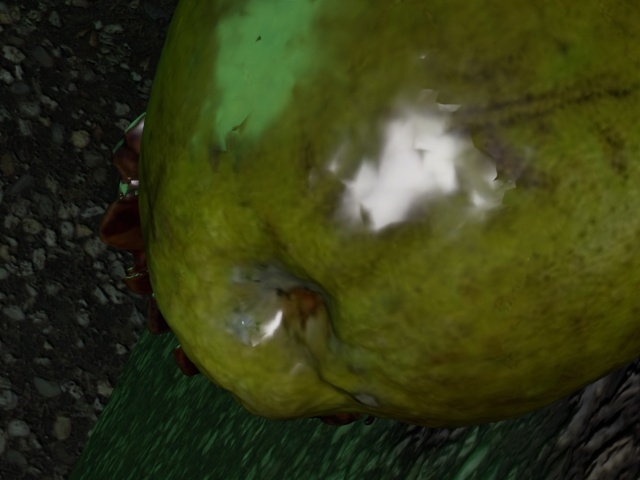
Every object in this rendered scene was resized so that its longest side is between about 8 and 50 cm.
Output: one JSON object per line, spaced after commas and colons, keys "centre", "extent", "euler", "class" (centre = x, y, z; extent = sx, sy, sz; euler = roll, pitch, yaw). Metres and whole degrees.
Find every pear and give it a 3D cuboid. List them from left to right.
{"centre": [0.079, -0.084, 0.962], "extent": [0.413, 0.352, 0.352], "euler": [-53, 6, -32], "class": "pear"}

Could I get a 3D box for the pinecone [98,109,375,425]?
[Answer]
{"centre": [0.000, 0.006, 1.258], "extent": [0.242, 0.295, 0.298], "euler": [-57, -21, -29], "class": "pinecone"}
